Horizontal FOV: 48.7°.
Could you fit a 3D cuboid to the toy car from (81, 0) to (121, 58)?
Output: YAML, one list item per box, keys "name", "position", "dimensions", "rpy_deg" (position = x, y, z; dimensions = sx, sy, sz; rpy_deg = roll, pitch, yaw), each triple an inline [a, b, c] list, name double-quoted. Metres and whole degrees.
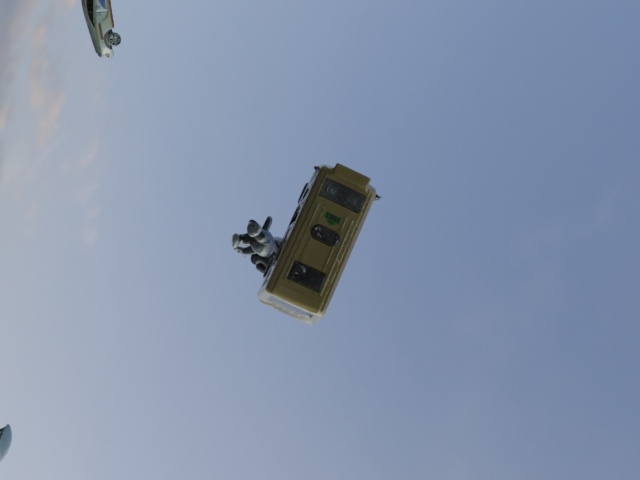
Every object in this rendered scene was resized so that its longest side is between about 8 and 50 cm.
- name: "toy car"
  position: [-0.406, -0.437, 1.290]
  dimensions: [0.095, 0.056, 0.205]
  rpy_deg: [-135, -142, -53]

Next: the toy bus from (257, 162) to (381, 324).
- name: "toy bus"
  position: [0.000, 0.000, 1.650]
  dimensions: [0.202, 0.176, 0.365]
  rpy_deg: [131, -17, -75]

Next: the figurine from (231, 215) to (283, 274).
- name: "figurine"
  position: [-0.151, 0.018, 1.921]
  dimensions: [0.193, 0.265, 0.140]
  rpy_deg: [20, -125, 32]

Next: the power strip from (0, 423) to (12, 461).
- name: "power strip"
  position: [-0.735, 0.383, 1.388]
  dimensions: [0.054, 0.253, 0.168]
  rpy_deg: [-76, -175, -53]
